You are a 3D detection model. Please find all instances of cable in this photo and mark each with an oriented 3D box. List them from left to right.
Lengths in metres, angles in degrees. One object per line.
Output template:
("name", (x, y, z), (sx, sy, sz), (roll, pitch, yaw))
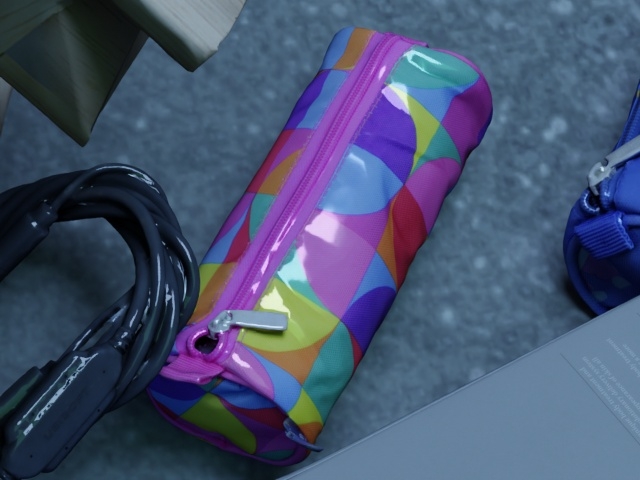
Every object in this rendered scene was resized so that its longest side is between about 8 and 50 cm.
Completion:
("cable", (-0.140, 0.038, 0.853), (0.150, 0.047, 0.184), (20, 65, 40))

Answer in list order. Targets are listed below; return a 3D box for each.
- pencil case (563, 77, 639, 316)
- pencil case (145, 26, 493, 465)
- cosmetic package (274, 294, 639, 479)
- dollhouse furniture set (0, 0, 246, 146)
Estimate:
("pencil case", (0.228, -0.084, 1.014), (0.133, 0.119, 0.306), (41, 61, -26))
("pencil case", (0.000, 0.000, 0.918), (0.104, 0.104, 0.236), (32, 62, -5))
("cosmetic package", (0.098, 0.135, 0.886), (0.238, 0.107, 0.127), (-24, 60, -19))
("dollhouse furniture set", (-0.182, -0.200, 0.762), (0.256, 0.362, 0.394), (42, 47, -20))
